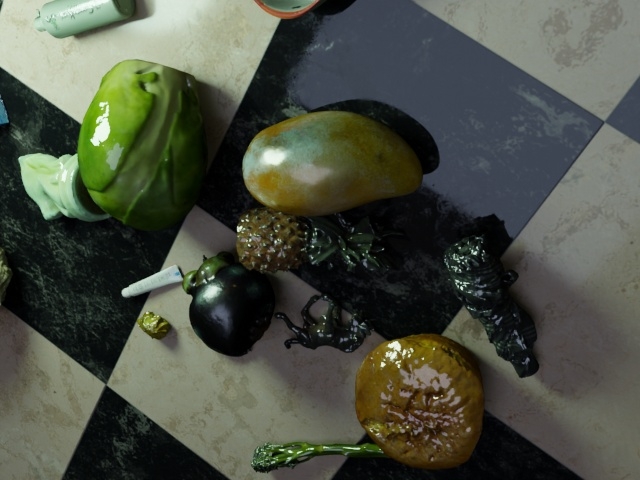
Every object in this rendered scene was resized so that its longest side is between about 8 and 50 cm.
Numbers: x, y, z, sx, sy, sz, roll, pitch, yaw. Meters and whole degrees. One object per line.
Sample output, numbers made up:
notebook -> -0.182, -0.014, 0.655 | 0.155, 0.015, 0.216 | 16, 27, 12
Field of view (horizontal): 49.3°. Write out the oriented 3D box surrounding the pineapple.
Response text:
pineapple -> 0.000, -0.003, 1.541 | 0.364, 0.165, 0.165 | 0, 108, 13

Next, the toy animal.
toy animal -> 0.002, 0.207, 1.638 | 0.232, 0.084, 0.148 | -15, 103, 22

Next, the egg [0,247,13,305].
egg -> -0.996, 0.116, 1.918 | 0.279, 0.279, 0.310 | 29, 104, 11

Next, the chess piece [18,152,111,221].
chess piece -> -0.647, -0.135, 1.759 | 0.298, 0.176, 0.176 | 4, 110, 35

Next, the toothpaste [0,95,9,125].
toothpaste -> -0.885, -0.423, 1.793 | 0.066, 0.053, 0.272 | -10, 105, 25

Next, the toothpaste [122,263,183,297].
toothpaste -> -0.439, 0.111, 1.815 | 0.190, 0.031, 0.048 | -21, 97, 24

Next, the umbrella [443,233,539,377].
umbrella -> 0.371, 0.145, 1.427 | 0.128, 0.154, 0.336 | -30, 97, 10

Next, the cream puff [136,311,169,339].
cream puff -> -0.442, 0.227, 1.839 | 0.083, 0.058, 0.083 | -33, 95, 30

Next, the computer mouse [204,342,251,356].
computer mouse -> -0.253, 0.240, 1.767 | 0.172, 0.057, 0.099 | 31, 120, 8

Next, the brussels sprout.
brussels sprout -> -0.383, -0.205, 1.545 | 0.276, 0.315, 0.371 | 9, 108, -6

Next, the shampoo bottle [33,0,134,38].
shampoo bottle -> -0.555, -0.523, 1.606 | 0.262, 0.085, 0.085 | -6, 106, 25

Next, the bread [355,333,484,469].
bread -> 0.224, 0.353, 1.555 | 0.312, 0.172, 0.312 | 6, 106, 21

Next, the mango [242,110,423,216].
mango -> 0.018, -0.155, 1.433 | 0.384, 0.221, 0.199 | 5, 149, 16

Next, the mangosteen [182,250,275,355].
mangosteen -> -0.218, 0.143, 1.637 | 0.243, 0.243, 0.243 | 7, 111, 20

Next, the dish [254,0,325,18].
dish -> -0.045, -0.569, 1.362 | 0.256, 0.117, 0.256 | 7, 110, 20

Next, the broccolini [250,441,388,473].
broccolini -> 0.002, 0.557, 1.778 | 0.392, 0.079, 0.074 | -7, 147, 23
